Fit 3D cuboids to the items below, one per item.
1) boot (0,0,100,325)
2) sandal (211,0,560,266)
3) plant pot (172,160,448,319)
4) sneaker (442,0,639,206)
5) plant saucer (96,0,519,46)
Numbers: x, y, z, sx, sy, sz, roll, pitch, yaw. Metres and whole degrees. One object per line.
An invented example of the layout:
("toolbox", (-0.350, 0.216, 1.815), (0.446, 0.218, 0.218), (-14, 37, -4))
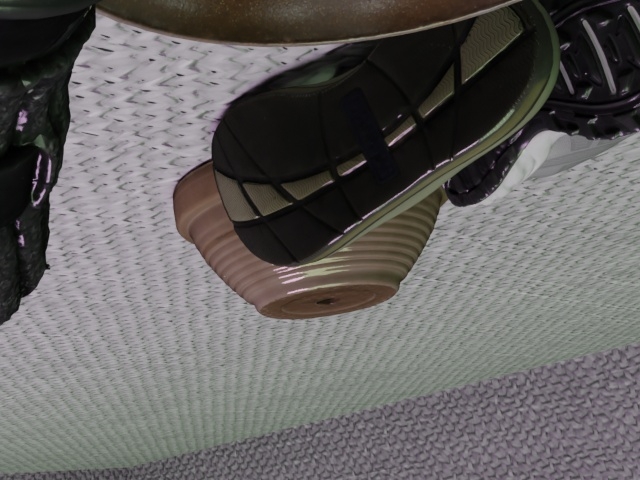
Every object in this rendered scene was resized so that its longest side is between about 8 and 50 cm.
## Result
("boot", (-0.234, -0.071, 0.357), (0.348, 0.131, 0.260), (16, 146, -18))
("sandal", (0.040, -0.065, 0.772), (0.303, 0.120, 0.086), (-23, 173, 41))
("plant pot", (0.000, 0.000, 0.988), (0.238, 0.109, 0.237), (-9, 166, -2))
("sneaker", (0.172, -0.103, 0.760), (0.108, 0.100, 0.271), (-17, 174, -28))
("plant saucer", (0.022, -0.168, 0.493), (0.311, 0.050, 0.310), (-7, 165, -2))
